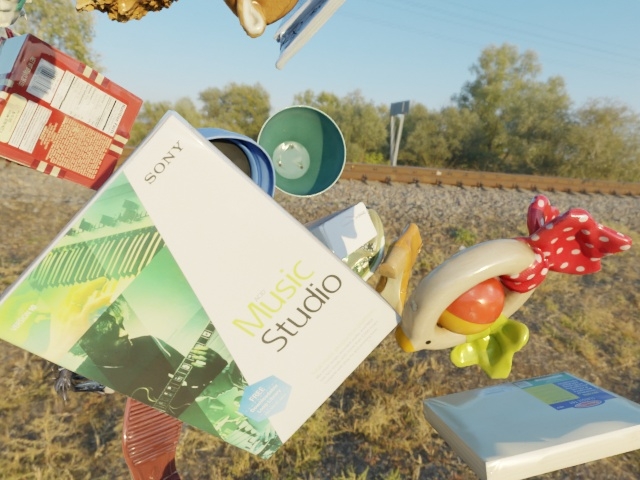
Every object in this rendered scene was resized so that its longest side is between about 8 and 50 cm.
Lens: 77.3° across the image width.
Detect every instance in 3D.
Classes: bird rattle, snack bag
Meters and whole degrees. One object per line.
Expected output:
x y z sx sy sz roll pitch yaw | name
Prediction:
0.195 0.063 0.454 0.207 0.253 0.143 -5 53 -28 | bird rattle
0.014 -0.528 0.837 0.037 0.323 0.342 37 37 -29 | snack bag

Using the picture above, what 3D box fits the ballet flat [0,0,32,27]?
-0.452 -0.301 0.337 0.409 0.146 0.147 22 13 -5 | ballet flat

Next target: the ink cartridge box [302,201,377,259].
0.000 0.000 0.893 0.148 0.085 0.203 -32 10 -40 | ink cartridge box

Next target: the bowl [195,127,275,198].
-0.281 -0.084 0.951 0.077 0.390 0.391 39 30 27 | bowl

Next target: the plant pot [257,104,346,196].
-0.083 -0.288 1.363 0.291 0.289 0.195 1 2 -16 | plant pot

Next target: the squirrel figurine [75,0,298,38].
-0.198 -0.480 0.576 0.397 0.370 0.281 -26 47 3 | squirrel figurine

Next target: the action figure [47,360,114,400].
-0.534 0.269 0.905 0.141 0.163 0.276 2 -19 -34 | action figure

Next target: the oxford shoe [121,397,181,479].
-0.391 0.466 0.910 0.123 0.347 0.130 -2 -3 -35 | oxford shoe

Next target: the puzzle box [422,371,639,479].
0.473 0.394 0.885 0.410 0.052 0.272 -7 2 -10 | puzzle box

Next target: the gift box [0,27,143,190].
-0.568 -0.269 0.812 0.258 0.254 0.276 18 -10 39 | gift box

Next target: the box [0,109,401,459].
-0.095 0.070 0.404 0.322 0.232 0.058 41 2 -27 | box

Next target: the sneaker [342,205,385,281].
0.049 0.074 1.176 0.182 0.409 0.158 29 -7 -42 | sneaker

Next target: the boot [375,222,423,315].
0.249 0.108 1.243 0.104 0.294 0.211 21 45 26 | boot
